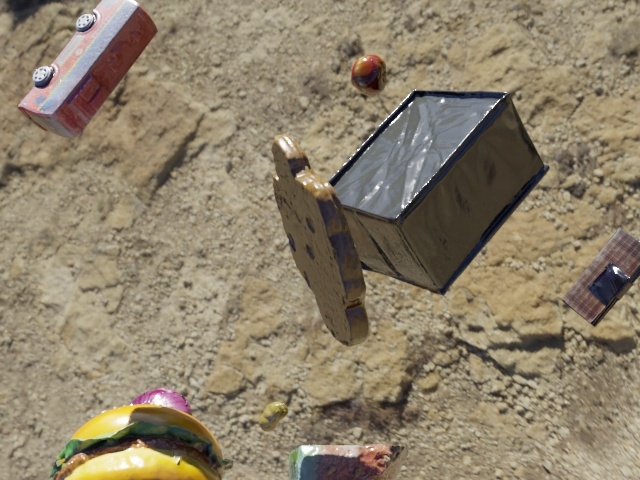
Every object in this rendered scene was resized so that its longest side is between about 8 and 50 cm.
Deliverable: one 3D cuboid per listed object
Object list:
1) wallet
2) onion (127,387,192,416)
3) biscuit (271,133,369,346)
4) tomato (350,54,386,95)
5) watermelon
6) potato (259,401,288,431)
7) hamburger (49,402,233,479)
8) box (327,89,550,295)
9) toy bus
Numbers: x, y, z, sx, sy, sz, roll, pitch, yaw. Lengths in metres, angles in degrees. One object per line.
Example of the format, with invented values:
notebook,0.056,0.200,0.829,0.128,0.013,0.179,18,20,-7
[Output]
wallet,0.699,0.089,1.665,0.230,0.042,0.124,-54,33,12
onion,-0.256,0.291,1.082,0.115,0.104,0.115,-11,62,22
biscuit,0.000,0.000,0.887,0.041,0.290,0.208,-22,13,-17
tomato,0.099,-0.345,1.424,0.075,0.087,0.087,7,69,16
watermelon,0.065,0.474,1.386,0.256,0.193,0.140,-8,71,-6
potato,-0.107,0.393,1.533,0.092,0.045,0.046,-55,42,32
hamburger,-0.236,0.317,0.920,0.246,0.246,0.170,-33,33,12
box,0.211,-0.106,1.302,0.345,0.204,0.251,-48,34,-16
toy bus,-0.285,-0.216,0.846,0.077,0.065,0.192,26,76,29
